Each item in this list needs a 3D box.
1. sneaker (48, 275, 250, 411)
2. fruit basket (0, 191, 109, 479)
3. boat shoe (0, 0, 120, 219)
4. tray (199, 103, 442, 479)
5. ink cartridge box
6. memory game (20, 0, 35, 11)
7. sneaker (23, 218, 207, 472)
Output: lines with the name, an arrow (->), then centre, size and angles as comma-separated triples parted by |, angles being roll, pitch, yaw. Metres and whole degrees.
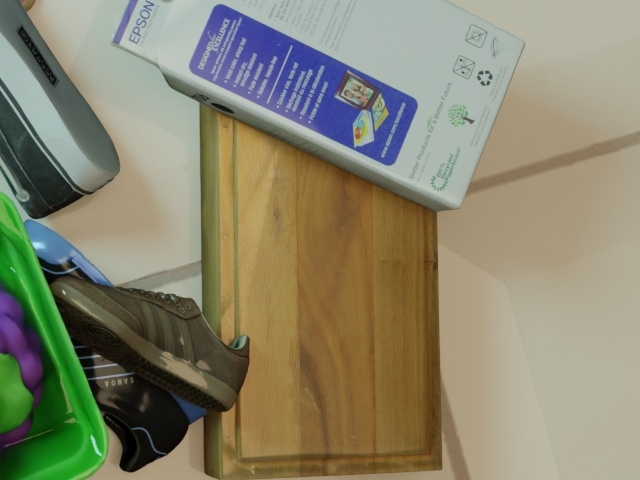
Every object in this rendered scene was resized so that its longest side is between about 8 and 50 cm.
sneaker -> -0.140, 0.070, 1.408 | 0.188, 0.066, 0.071 | 36, 62, -24
fruit basket -> -0.348, 0.145, 1.256 | 0.392, 0.392, 0.283 | -23, 94, -16
boat shoe -> -0.291, -0.156, 1.418 | 0.105, 0.113, 0.306 | -29, 110, 14
tray -> 0.000, 0.000, 1.514 | 0.203, 0.076, 0.411 | 0, 89, -16
ink cartridge box -> -0.004, -0.164, 1.449 | 0.333, 0.065, 0.165 | 26, 81, -15
memory game -> -0.289, -0.283, 1.471 | 0.186, 0.012, 0.186 | 1, 88, -17
sneaker -> -0.198, 0.092, 1.448 | 0.090, 0.081, 0.232 | -43, 101, -20
